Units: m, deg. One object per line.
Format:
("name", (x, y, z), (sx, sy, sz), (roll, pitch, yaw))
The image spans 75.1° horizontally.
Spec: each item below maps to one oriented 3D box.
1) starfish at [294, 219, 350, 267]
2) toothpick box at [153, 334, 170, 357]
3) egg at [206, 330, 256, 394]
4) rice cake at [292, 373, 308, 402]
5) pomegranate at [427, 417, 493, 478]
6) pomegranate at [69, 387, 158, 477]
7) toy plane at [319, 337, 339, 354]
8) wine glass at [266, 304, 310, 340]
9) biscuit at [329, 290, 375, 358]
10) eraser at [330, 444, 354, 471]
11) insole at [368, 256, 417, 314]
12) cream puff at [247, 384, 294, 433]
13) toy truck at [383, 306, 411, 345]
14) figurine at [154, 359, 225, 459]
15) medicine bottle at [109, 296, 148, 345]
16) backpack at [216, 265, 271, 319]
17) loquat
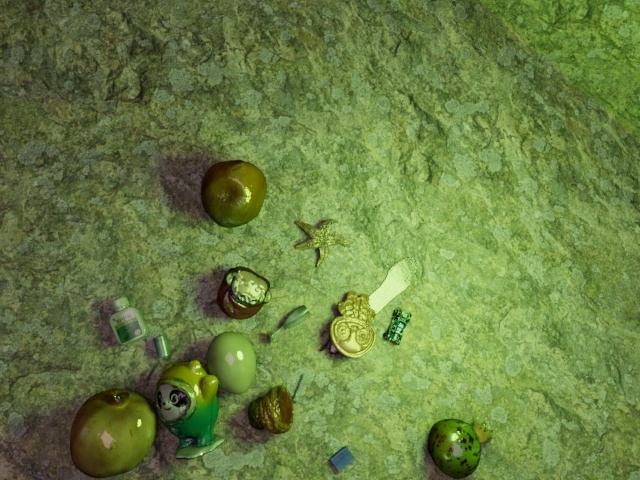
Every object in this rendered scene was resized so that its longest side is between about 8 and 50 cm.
("starfish", (0.000, 0.000, 1.870), (0.277, 0.062, 0.235), (24, 84, -6))
("toothpick box", (-0.651, 0.434, 1.710), (0.052, 0.052, 0.083), (-16, 83, -9))
("egg", (-0.351, 0.489, 1.665), (0.189, 0.188, 0.253), (-19, 88, -9))
("rice cake", (-0.084, 0.622, 1.758), (0.022, 0.021, 0.121), (21, 79, 8))
("pomegranate", (0.570, 0.815, 1.707), (0.286, 0.231, 0.231), (-37, 86, -21))
("pomegranate", (-0.759, 0.691, 1.533), (0.319, 0.319, 0.319), (1, 80, -6))
("toy plane", (0.088, 0.423, 1.800), (0.078, 0.053, 0.197), (39, 82, 10))
("wine glass", (-0.136, 0.353, 1.782), (0.198, 0.066, 0.066), (-36, 86, -13))
("biscuit", (0.146, 0.354, 1.777), (0.202, 0.044, 0.288), (18, 65, -3))
("eraser", (0.091, 0.903, 1.727), (0.085, 0.027, 0.063), (-35, 85, -10))
("insole", (0.315, 0.209, 1.884), (0.348, 0.009, 0.119), (-43, 88, -12))
("cream puff", (-0.213, 0.686, 1.677), (0.169, 0.183, 0.183), (-16, 82, 14))
("toy truck", (0.344, 0.375, 1.824), (0.080, 0.078, 0.154), (27, 78, -3))
("figurine", (-0.504, 0.633, 1.608), (0.324, 0.231, 0.340), (-13, 89, 27))
("medicine bottle", (-0.791, 0.328, 1.704), (0.119, 0.069, 0.183), (-25, 83, -8))
("backpack", (-0.330, 0.225, 1.746), (0.229, 0.139, 0.229), (2, 85, -24))
("loquat", (-0.361, -0.199, 1.758), (0.276, 0.276, 0.283), (-8, 98, -8))
